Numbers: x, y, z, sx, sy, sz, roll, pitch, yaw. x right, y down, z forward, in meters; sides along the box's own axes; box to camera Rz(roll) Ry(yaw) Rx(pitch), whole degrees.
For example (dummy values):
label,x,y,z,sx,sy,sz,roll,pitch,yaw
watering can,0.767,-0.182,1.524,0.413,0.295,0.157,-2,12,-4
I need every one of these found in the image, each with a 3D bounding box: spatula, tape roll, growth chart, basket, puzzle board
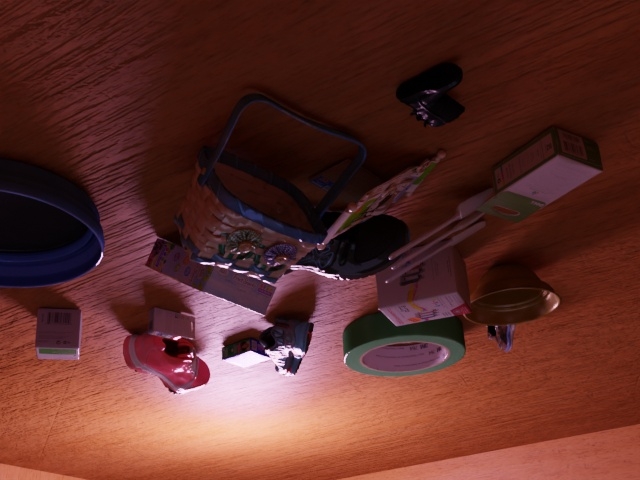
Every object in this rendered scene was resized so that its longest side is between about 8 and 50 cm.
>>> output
label,x,y,z,sx,sy,sz,roll,pitch,yaw
spatula,0.227,-0.007,1.566,0.242,0.019,0.168,-29,159,-10
tape roll,0.219,0.275,2.148,0.322,0.077,0.321,-2,153,-1
growth chart,0.102,-0.069,1.425,0.237,0.021,0.172,-31,167,-26
basket,-0.085,-0.081,1.340,0.255,0.201,0.288,18,111,-35
puzzle board,0.055,-0.105,1.480,0.096,0.011,0.128,-23,145,36

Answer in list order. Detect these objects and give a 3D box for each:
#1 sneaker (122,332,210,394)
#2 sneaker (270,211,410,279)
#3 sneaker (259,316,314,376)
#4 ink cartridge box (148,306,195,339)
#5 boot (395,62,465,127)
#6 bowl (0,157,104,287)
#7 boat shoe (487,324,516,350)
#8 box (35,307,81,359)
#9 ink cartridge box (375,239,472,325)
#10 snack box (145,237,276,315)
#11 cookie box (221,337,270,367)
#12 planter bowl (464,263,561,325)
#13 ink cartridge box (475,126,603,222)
label,x,y,z,sx,sy,sz,roll,pitch,yaw
sneaker,-0.371,0.322,2.138,0.136,0.115,0.314,-19,148,25
sneaker,0.000,0.000,1.553,0.341,0.125,0.139,-7,150,6
sneaker,-0.098,0.263,2.103,0.125,0.104,0.261,18,145,-3
ink cartridge box,-0.361,0.206,1.974,0.115,0.062,0.029,19,144,-35
boot,0.186,-0.218,1.242,0.121,0.045,0.099,-17,148,38
bowl,-0.597,-0.027,1.496,0.392,0.077,0.391,-2,152,-1
boat shoe,0.466,0.229,2.108,0.066,0.066,0.183,-1,143,7
box,-0.624,0.224,1.941,0.101,0.101,0.087,3,154,-14
ink cartridge box,0.219,0.095,1.751,0.176,0.127,0.128,-13,151,20
snack box,-0.220,0.073,1.628,0.207,0.070,0.175,19,174,44
cookie box,-0.199,0.305,2.201,0.107,0.040,0.092,-22,147,31
planter bowl,0.428,0.113,1.844,0.217,0.090,0.217,-3,153,-1
ink cartridge box,0.380,-0.113,1.442,0.109,0.062,0.209,14,148,-28
